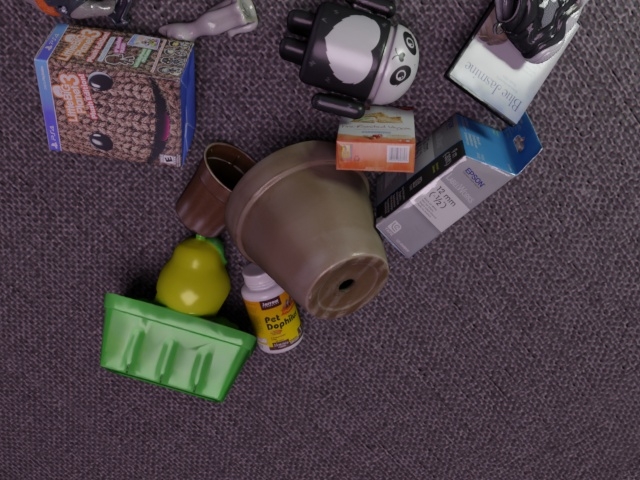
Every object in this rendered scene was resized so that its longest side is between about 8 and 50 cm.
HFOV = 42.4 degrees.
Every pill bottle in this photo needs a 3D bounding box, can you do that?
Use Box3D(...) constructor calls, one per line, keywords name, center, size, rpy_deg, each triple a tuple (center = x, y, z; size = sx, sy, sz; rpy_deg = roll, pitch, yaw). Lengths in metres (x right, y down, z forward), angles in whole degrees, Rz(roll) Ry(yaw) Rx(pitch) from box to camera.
Box3D(name="pill bottle", center=(-0.120, 0.156, 1.983), size=(0.117, 0.117, 0.215), rpy_deg=(-10, 116, 10))

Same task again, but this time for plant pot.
Box3D(name="plant pot", center=(0.000, 0.000, 1.730), size=(0.323, 0.280, 0.323), rpy_deg=(-20, 141, -17))
Box3D(name="plant pot", center=(-0.229, -0.104, 1.842), size=(0.167, 0.167, 0.165), rpy_deg=(35, 123, -13))

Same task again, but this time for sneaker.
Box3D(name="sneaker", center=(0.428, -0.483, 1.565), size=(0.153, 0.101, 0.268), rpy_deg=(23, 97, -29))

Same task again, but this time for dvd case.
Box3D(name="dvd case", center=(0.384, -0.381, 1.650), size=(0.180, 0.022, 0.253), rpy_deg=(34, 88, -13))

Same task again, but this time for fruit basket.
Box3D(name="fruit basket", center=(-0.320, 0.171, 1.965), size=(0.392, 0.283, 0.392), rpy_deg=(1, 76, -5))

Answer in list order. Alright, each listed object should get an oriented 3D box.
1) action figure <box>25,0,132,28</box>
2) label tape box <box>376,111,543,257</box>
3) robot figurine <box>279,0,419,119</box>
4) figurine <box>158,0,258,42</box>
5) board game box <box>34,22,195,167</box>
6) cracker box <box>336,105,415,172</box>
Box3D(name="action figure", center=(-0.489, -0.566, 1.590), size=(0.341, 0.178, 0.330), rpy_deg=(47, 131, -13))
Box3D(name="label tape box", center=(0.275, -0.152, 1.713), size=(0.115, 0.249, 0.348), rpy_deg=(42, 113, -16))
Box3D(name="robot figurine", center=(0.059, -0.376, 1.656), size=(0.278, 0.173, 0.209), rpy_deg=(17, 130, -4))
Box3D(name="figurine", center=(-0.263, -0.493, 1.682), size=(0.209, 0.092, 0.215), rpy_deg=(-15, 116, 21))
Box3D(name="board game box", center=(-0.418, -0.300, 1.724), size=(0.291, 0.141, 0.232), rpy_deg=(8, 135, 1))
Box3D(name="cracker box", center=(0.115, -0.214, 1.704), size=(0.156, 0.232, 0.067), rpy_deg=(2, 117, 4))
